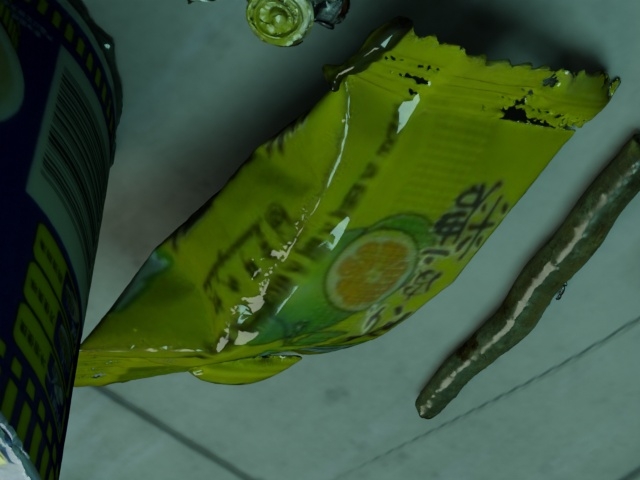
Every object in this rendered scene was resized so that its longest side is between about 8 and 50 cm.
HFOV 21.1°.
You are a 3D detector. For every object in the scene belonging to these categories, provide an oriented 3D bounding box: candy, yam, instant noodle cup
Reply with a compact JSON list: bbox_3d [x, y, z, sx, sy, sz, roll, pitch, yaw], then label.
[{"bbox_3d":[0.000,0.000,0.863,0.187,0.081,0.297,5,144,-46],"label":"candy"},{"bbox_3d":[0.117,0.027,0.937,0.027,0.029,0.234,42,129,8],"label":"yam"},{"bbox_3d":[-0.216,0.010,0.779,0.284,0.312,0.284,4,129,5],"label":"instant noodle cup"}]

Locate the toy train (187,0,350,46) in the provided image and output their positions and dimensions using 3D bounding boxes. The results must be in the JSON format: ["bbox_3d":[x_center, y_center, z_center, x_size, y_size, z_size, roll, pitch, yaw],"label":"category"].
[{"bbox_3d":[-0.067,-0.162,0.779,0.202,0.060,0.081,26,122,-16],"label":"toy train"}]
